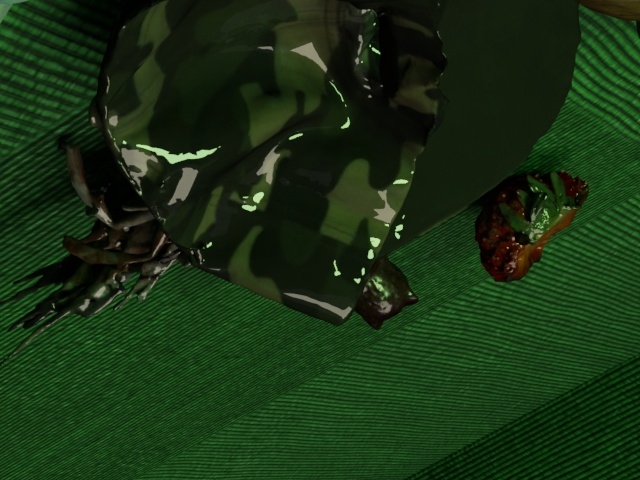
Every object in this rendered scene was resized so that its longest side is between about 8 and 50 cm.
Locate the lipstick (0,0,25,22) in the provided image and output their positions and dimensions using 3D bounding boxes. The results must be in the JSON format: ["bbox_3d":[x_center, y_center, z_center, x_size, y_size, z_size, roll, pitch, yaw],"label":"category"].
[{"bbox_3d":[-0.180,-0.154,0.918,0.068,0.061,0.274,-12,158,-40],"label":"lipstick"}]

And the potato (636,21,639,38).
[{"bbox_3d":[0.353,-0.224,1.327,0.271,0.160,0.111,-17,-157,-17],"label":"potato"}]

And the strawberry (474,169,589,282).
[{"bbox_3d":[0.218,-0.024,1.763,0.140,0.085,0.192,-56,168,33],"label":"strawberry"}]

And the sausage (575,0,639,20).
[{"bbox_3d":[0.214,-0.204,0.960,0.123,0.136,0.501,-17,-174,26],"label":"sausage"}]

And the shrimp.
[{"bbox_3d":[-0.126,-0.026,1.264,0.343,0.116,0.145,-35,160,10],"label":"shrimp"}]

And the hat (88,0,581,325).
[{"bbox_3d":[0.039,-0.150,1.145,0.382,0.257,0.366,-55,167,-41],"label":"hat"}]

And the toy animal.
[{"bbox_3d":[0.005,0.006,1.430,0.218,0.179,0.116,-34,-174,23],"label":"toy animal"}]
